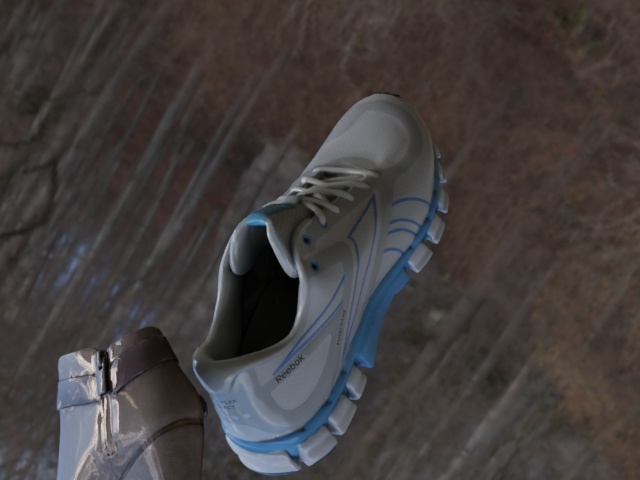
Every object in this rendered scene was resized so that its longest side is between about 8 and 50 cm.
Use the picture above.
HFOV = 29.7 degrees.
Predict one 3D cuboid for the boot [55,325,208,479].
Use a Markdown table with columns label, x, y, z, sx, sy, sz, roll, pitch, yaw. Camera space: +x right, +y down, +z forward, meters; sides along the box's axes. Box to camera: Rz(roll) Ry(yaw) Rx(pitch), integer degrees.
| label | x | y | z | sx | sy | sz | roll | pitch | yaw |
| --- | --- | --- | --- | --- | --- | --- | --- | --- | --- |
| boot | -0.090 | 0.087 | 0.477 | 0.042 | 0.118 | 0.087 | 10 | -120 | -57 |

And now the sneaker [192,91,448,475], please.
| label | x | y | z | sx | sy | sz | roll | pitch | yaw |
| --- | --- | --- | --- | --- | --- | --- | --- | --- | --- |
| sneaker | 0.000 | 0.000 | 0.521 | 0.071 | 0.190 | 0.083 | 2 | 144 | 30 |
